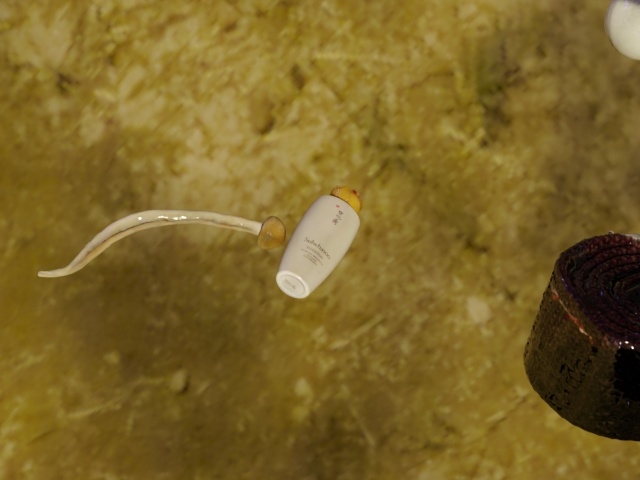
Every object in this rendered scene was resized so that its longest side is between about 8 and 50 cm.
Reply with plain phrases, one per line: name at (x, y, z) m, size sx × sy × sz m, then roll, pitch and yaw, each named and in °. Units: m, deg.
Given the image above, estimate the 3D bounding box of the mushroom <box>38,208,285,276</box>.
mushroom at (-0.195, -0.003, 1.763) m, size 0.306 × 0.043 × 0.068 m, roll -6°, pitch 89°, yaw 0°

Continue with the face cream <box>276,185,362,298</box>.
face cream at (0.000, 0.000, 1.866) m, size 0.072 × 0.051 × 0.182 m, roll 37°, pitch 47°, yaw -4°

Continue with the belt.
belt at (0.333, 0.098, 1.359) m, size 0.289 × 0.164 × 0.184 m, roll 1°, pitch 37°, yaw -17°

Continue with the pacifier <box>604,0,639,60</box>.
pacifier at (0.428, -0.274, 1.651) m, size 0.233 × 0.299 × 0.244 m, roll -17°, pitch 98°, yaw -15°
